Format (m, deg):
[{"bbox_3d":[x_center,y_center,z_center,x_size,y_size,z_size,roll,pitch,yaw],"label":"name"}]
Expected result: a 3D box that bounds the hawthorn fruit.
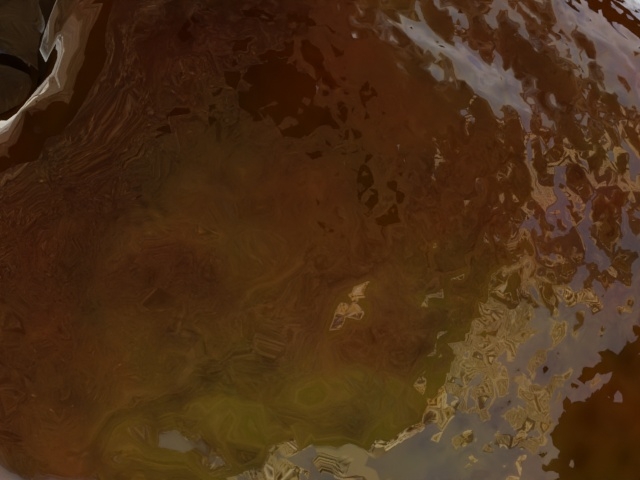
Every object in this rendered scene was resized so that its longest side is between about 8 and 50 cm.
[{"bbox_3d":[0.000,0.000,0.919,0.472,0.472,0.472,-21,-131,26],"label":"hawthorn fruit"}]
